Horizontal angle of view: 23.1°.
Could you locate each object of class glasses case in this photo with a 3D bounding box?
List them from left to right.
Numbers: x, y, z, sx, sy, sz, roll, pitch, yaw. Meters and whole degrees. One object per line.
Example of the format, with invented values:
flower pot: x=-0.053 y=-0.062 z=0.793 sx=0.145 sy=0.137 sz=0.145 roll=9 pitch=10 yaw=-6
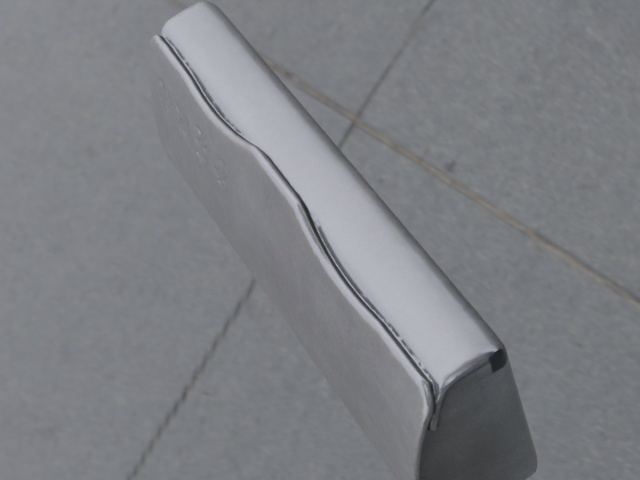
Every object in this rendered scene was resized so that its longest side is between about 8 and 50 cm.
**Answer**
glasses case: x=0.001 y=0.001 z=0.492 sx=0.042 sy=0.072 sz=0.191 roll=-26 pitch=47 yaw=-13
